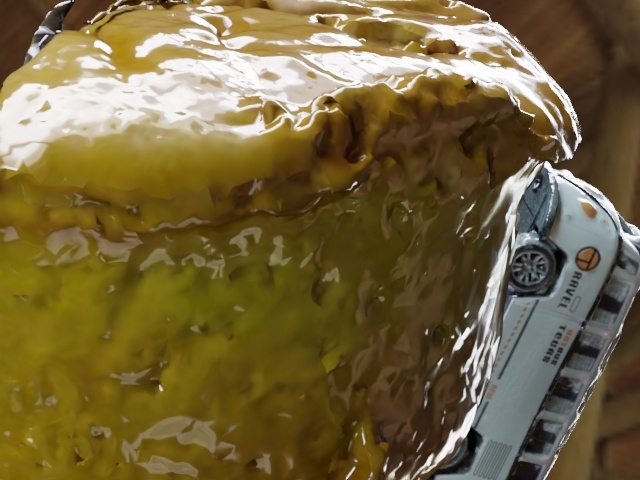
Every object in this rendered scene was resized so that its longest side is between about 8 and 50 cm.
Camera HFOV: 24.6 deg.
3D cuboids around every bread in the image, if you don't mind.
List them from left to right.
[{"bbox_3d":[-0.001,-0.001,0.462,0.260,0.147,0.160,-35,-43,-71],"label":"bread"}]

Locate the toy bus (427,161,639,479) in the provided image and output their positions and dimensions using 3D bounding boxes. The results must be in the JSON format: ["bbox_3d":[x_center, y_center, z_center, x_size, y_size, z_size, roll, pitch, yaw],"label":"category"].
[{"bbox_3d":[0.111,0.054,0.806,0.087,0.089,0.194,-102,32,-68],"label":"toy bus"}]
